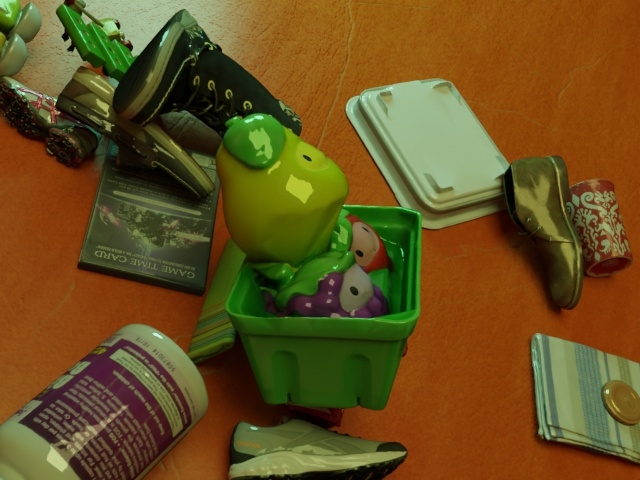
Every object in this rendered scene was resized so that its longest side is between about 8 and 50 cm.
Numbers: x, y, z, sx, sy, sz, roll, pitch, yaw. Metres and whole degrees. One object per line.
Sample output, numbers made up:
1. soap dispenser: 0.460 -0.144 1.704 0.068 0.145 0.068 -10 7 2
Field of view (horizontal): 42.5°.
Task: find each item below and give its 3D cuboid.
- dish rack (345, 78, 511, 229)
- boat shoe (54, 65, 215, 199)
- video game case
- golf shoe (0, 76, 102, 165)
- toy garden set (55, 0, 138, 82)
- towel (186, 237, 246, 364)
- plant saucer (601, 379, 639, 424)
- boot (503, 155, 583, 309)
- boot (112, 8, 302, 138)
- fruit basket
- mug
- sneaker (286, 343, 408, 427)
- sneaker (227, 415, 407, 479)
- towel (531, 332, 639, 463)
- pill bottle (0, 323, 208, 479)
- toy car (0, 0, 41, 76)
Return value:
1. dish rack: 0.233 -0.194 1.635 0.285 0.072 0.333 -15 64 -31
2. boat shoe: -0.296 -0.155 1.321 0.285 0.103 0.092 42 87 -14
3. video game case: -0.267 -0.052 1.337 0.196 0.026 0.274 14 54 -15
4. golf shoe: -0.443 -0.202 1.338 0.186 0.067 0.086 41 44 -7
5. toy garden set: -0.370 -0.326 1.388 0.204 0.049 0.244 57 12 22
6. towel: -0.137 0.076 1.263 0.021 0.102 0.237 40 45 -29
7. plant saucer: 0.529 0.280 1.434 0.083 0.013 0.084 14 51 -18
8. boot: 0.417 -0.014 1.560 0.115 0.112 0.305 -2 71 -15
9. boot: -0.171 -0.216 1.336 0.284 0.138 0.377 40 18 -18
10. fruit basket: 0.000 0.000 1.143 0.282 0.392 0.392 2 53 6
11. mug: 0.568 -0.021 1.642 0.150 0.113 0.169 3 60 -20
12. sneaker: 0.041 0.220 1.265 0.221 0.087 0.128 -8 69 -15
13. sneaker: 0.000 0.298 1.171 0.271 0.100 0.108 5 51 -21
14. towel: 0.498 0.285 1.446 0.284 0.034 0.209 17 50 -15
15. pill bottle: -0.295 0.252 1.020 0.169 0.169 0.301 42 50 7
16. toy car: -0.559 -0.343 1.339 0.159 0.136 0.182 31 51 -32
